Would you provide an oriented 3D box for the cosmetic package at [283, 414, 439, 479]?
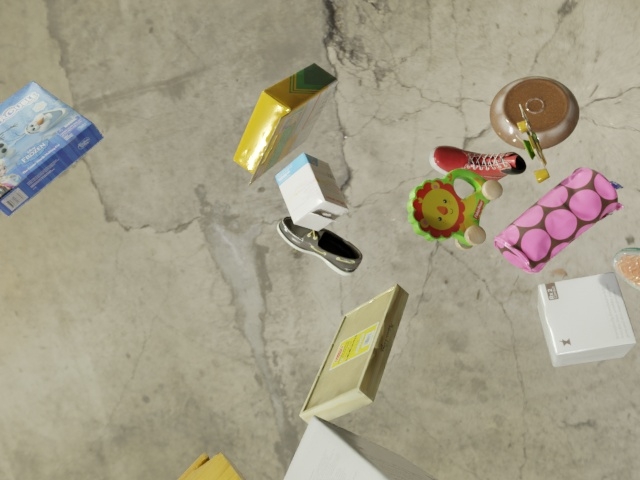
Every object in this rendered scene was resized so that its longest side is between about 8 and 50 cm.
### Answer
[{"bbox_3d":[0.051,0.229,0.456,0.117,0.231,0.085,28,78,-10],"label":"cosmetic package"}]

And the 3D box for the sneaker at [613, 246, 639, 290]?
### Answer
[{"bbox_3d":[0.879,0.077,1.308,0.302,0.121,0.108,19,125,13],"label":"sneaker"}]

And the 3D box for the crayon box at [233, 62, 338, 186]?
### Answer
[{"bbox_3d":[-0.091,-0.285,1.271,0.083,0.323,0.203,35,128,2],"label":"crayon box"}]

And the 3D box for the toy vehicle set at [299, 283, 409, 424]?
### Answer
[{"bbox_3d":[0.068,0.210,0.995,0.035,0.266,0.166,43,132,-11],"label":"toy vehicle set"}]

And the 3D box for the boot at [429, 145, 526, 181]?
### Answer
[{"bbox_3d":[0.446,-0.227,1.489,0.176,0.245,0.088,172,107,-68],"label":"boot"}]

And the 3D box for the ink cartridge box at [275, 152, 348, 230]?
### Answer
[{"bbox_3d":[-0.016,-0.092,1.111,0.090,0.092,0.143,-34,63,26],"label":"ink cartridge box"}]

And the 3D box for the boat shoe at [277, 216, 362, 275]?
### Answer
[{"bbox_3d":[0.000,0.000,1.314,0.228,0.081,0.068,31,139,0],"label":"boat shoe"}]

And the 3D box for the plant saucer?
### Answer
[{"bbox_3d":[0.497,-0.305,1.231,0.199,0.036,0.198,-4,72,12],"label":"plant saucer"}]

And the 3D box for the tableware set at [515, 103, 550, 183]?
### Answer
[{"bbox_3d":[0.366,-0.159,0.917,0.024,0.154,0.104,-25,127,28],"label":"tableware set"}]

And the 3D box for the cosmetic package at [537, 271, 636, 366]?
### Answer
[{"bbox_3d":[0.561,0.175,1.137,0.152,0.184,0.151,-13,66,17],"label":"cosmetic package"}]

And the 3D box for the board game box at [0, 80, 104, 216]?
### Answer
[{"bbox_3d":[-0.229,-0.074,0.405,0.090,0.090,0.020,33,159,27],"label":"board game box"}]

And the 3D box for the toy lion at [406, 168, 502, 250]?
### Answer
[{"bbox_3d":[0.149,-0.041,0.607,0.096,0.034,0.100,29,72,-8],"label":"toy lion"}]

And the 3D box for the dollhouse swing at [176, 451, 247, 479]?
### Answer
[{"bbox_3d":[-0.101,0.485,0.586,0.305,0.315,0.347,48,160,-8],"label":"dollhouse swing"}]

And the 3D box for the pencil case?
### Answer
[{"bbox_3d":[0.402,-0.030,0.901,0.209,0.095,0.098,-39,86,1],"label":"pencil case"}]
